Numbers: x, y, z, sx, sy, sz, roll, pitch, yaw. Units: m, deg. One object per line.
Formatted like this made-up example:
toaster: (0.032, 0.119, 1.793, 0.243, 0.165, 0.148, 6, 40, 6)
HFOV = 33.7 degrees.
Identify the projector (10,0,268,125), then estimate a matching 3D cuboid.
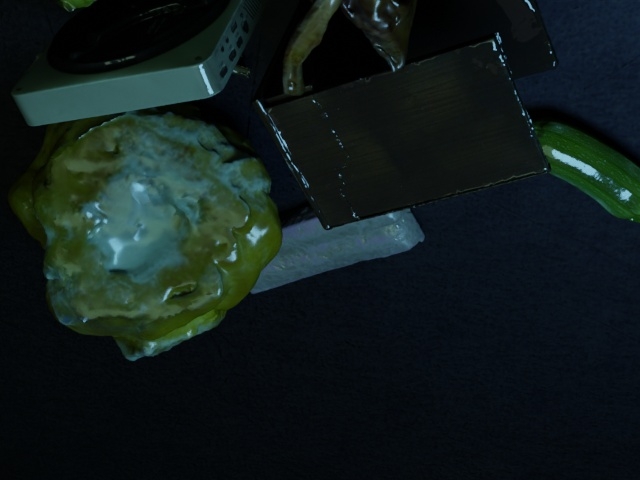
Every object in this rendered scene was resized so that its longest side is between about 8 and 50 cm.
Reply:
projector: (-0.211, -0.246, 1.267, 0.259, 0.257, 0.079, -6, 128, 19)

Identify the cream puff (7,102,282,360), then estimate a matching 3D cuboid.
cream puff: (-0.245, -0.028, 1.474, 0.378, 0.275, 0.378, 0, 98, 0)

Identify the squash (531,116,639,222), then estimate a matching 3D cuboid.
squash: (0.352, -0.093, 1.365, 0.219, 0.068, 0.077, 32, 114, -11)

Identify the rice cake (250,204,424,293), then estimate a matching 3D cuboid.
rice cake: (-0.002, -0.001, 1.549, 0.298, 0.050, 0.106, -17, 122, 27)

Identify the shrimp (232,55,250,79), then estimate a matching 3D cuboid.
shrimp: (-0.180, -0.231, 1.388, 0.180, 0.099, 0.041, 8, 159, -5)

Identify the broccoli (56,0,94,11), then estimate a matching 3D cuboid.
broccoli: (-0.247, -0.386, 1.154, 0.288, 0.246, 0.248, 10, 164, 29)

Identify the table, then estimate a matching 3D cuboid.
table: (0.111, -0.186, 1.236, 0.282, 0.250, 0.196, -13, 124, 25)

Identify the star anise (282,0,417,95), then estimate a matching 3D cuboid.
star anise: (0.029, -0.295, 0.992, 0.349, 0.109, 0.292, -29, 107, 32)
